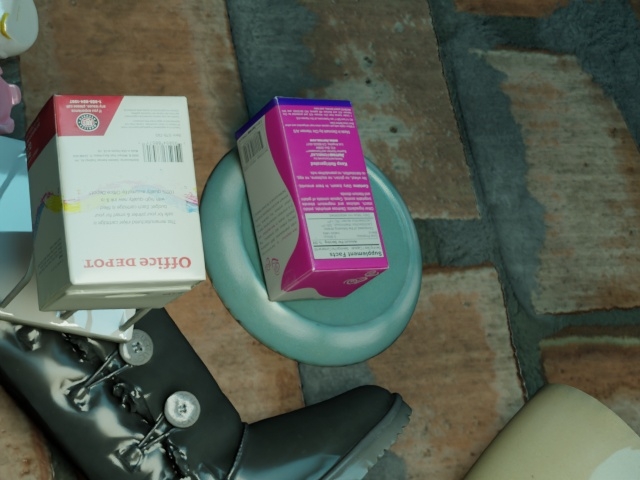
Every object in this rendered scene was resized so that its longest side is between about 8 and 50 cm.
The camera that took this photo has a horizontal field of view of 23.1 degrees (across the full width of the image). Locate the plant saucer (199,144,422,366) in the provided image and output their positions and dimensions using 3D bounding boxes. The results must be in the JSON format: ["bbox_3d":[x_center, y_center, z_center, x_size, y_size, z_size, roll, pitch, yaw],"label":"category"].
[{"bbox_3d":[0.000,0.000,1.951,0.317,0.043,0.318,12,64,-25],"label":"plant saucer"}]

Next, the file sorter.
[{"bbox_3d":[-0.289,-0.032,1.561,0.277,0.173,0.193,13,69,-20],"label":"file sorter"}]

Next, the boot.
[{"bbox_3d":[-0.149,0.139,1.752,0.445,0.146,0.367,48,52,1],"label":"boot"}]

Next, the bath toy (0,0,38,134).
[{"bbox_3d":[-0.415,-0.146,1.725,0.151,0.129,0.348,58,37,-56],"label":"bath toy"}]

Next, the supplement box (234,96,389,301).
[{"bbox_3d":[-0.012,-0.048,1.869,0.114,0.111,0.220,0,70,-32],"label":"supplement box"}]

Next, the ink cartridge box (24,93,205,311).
[{"bbox_3d":[-0.190,-0.031,1.433,0.128,0.127,0.176,0,75,-24],"label":"ink cartridge box"}]

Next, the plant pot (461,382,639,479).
[{"bbox_3d":[0.244,0.351,1.838,0.274,0.256,0.256,-36,90,-21],"label":"plant pot"}]
